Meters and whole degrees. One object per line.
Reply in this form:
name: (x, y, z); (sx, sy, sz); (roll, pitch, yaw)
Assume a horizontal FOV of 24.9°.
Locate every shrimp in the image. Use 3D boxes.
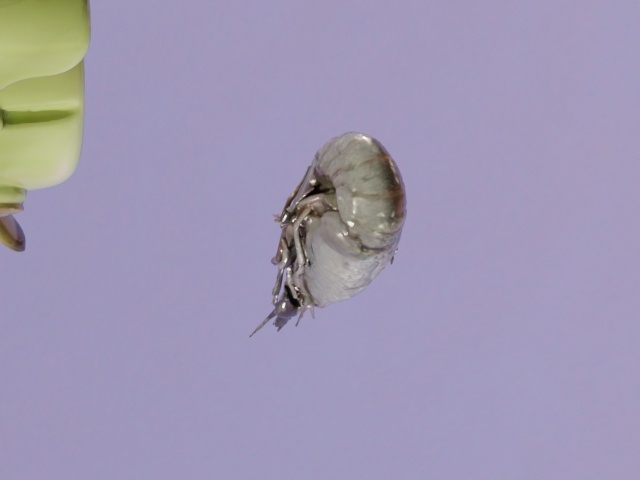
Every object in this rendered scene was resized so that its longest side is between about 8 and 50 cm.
shrimp: (-0.001, 0.006, 1.548); (0.116, 0.343, 0.145); (-33, -106, -37)

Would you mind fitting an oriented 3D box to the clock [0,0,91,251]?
clock: (-0.142, -0.089, 0.608); (0.069, 0.232, 0.170); (-6, -117, -16)
